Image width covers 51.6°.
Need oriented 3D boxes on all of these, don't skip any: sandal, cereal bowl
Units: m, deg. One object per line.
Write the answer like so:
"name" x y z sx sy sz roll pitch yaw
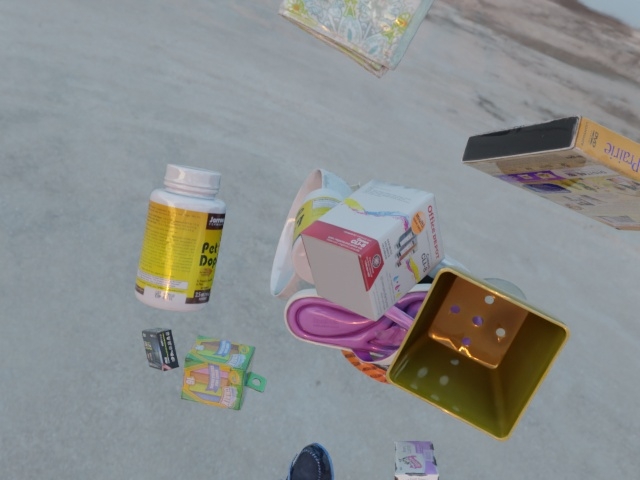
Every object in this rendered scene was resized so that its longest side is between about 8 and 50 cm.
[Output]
"sandal" 0.117 0.180 1.302 0.417 0.169 0.102 -2 22 22
"cereal bowl" 0.000 0.000 1.611 0.141 0.338 0.339 19 25 -15

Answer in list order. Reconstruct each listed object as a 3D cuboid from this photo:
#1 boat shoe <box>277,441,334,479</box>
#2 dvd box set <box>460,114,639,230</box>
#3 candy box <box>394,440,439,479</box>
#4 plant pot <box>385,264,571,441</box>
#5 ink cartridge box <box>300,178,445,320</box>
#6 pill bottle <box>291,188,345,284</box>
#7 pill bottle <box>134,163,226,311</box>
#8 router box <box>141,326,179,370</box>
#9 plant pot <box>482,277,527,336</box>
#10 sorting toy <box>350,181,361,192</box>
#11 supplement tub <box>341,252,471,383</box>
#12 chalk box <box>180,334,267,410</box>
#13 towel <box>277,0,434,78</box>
"boat shoe" -0.041 0.510 1.256 0.089 0.258 0.109 -4 20 -45
"dvd box set" 0.514 -0.106 1.204 0.421 0.062 0.308 19 -4 -20
"candy box" 0.157 0.445 1.074 0.070 0.196 0.165 -3 1 7
"plant pot" 0.259 0.160 1.096 0.212 0.212 0.187 27 16 9
"ink cartridge box" 0.084 0.008 1.012 0.127 0.128 0.176 19 47 42
"pill bottle" 0.007 -0.014 1.268 0.119 0.119 0.208 18 26 -8
"pill bottle" -0.212 -0.006 1.021 0.118 0.214 0.117 11 7 -1
"router box" -0.378 0.255 1.561 0.038 0.092 0.122 -12 1 -32
"plant pot" 0.482 0.274 1.784 0.257 0.256 0.274 18 21 -10
"sorting toy" 0.083 -0.144 1.863 0.083 0.044 0.075 -12 25 19
"supplement tub" 0.204 0.171 1.635 0.207 0.337 0.207 31 9 -5
"chalk box" -0.251 0.359 1.783 0.213 0.131 0.132 10 20 2
"towel" 0.117 -0.623 1.581 0.321 0.374 0.090 29 9 -7
